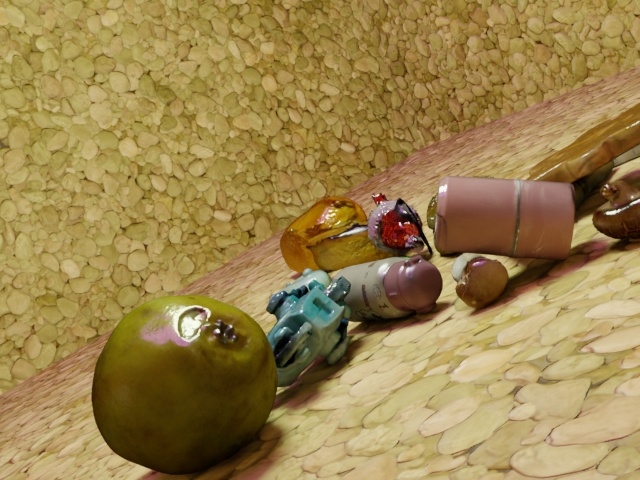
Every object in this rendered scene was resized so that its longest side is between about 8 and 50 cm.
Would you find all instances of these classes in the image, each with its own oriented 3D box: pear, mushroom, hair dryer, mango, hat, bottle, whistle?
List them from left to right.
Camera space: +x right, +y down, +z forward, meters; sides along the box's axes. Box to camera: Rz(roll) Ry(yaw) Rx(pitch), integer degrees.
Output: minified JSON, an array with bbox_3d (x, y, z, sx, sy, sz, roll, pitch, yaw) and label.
[{"bbox_3d":[-0.196,0.208,1.210,0.321,0.269,0.269,-41,-3,38],"label":"pear"},{"bbox_3d":[0.000,0.000,2.293,0.199,0.201,0.350,10,-20,-25],"label":"mango"},{"bbox_3d":[0.121,0.086,1.468,0.110,0.110,0.233,-32,9,-32],"label":"bottle"},{"bbox_3d":[0.180,-0.024,1.795,0.128,0.140,0.227,-9,12,-9],"label":"hat"},{"bbox_3d":[0.254,0.058,1.364,0.084,0.071,0.209,-60,1,5],"label":"mushroom"},{"bbox_3d":[0.303,-0.024,1.435,0.210,0.125,0.352,4,-6,7],"label":"hair dryer"},{"bbox_3d":[0.508,-0.108,1.638,0.068,0.057,0.326,-21,9,38],"label":"whistle"},{"bbox_3d":[0.470,-0.044,1.236,0.109,0.085,0.126,9,-15,-30],"label":"mushroom"}]

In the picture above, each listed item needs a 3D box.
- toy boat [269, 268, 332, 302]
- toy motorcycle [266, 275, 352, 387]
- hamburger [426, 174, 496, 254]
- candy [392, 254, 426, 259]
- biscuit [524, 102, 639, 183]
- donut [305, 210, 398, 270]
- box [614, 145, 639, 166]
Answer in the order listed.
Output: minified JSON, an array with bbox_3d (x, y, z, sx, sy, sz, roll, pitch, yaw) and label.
[{"bbox_3d":[-0.050,0.113,2.014,0.134,0.079,0.207,-28,5,-28],"label":"toy boat"},{"bbox_3d":[-0.040,0.167,1.402,0.206,0.154,0.260,-50,-2,33],"label":"toy motorcycle"},{"bbox_3d":[0.312,-0.060,1.755,0.189,0.122,0.215,-21,11,26],"label":"hamburger"},{"bbox_3d":[0.138,0.073,1.796,0.178,0.032,0.102,-27,10,-13],"label":"candy"},{"bbox_3d":[0.535,-0.182,1.522,0.355,0.052,0.275,-31,5,25],"label":"biscuit"},{"bbox_3d":[0.089,-0.001,2.006,0.253,0.118,0.253,-10,5,1],"label":"donut"},{"bbox_3d":[0.640,-0.188,1.823,0.247,0.033,0.129,-24,9,24],"label":"box"}]
